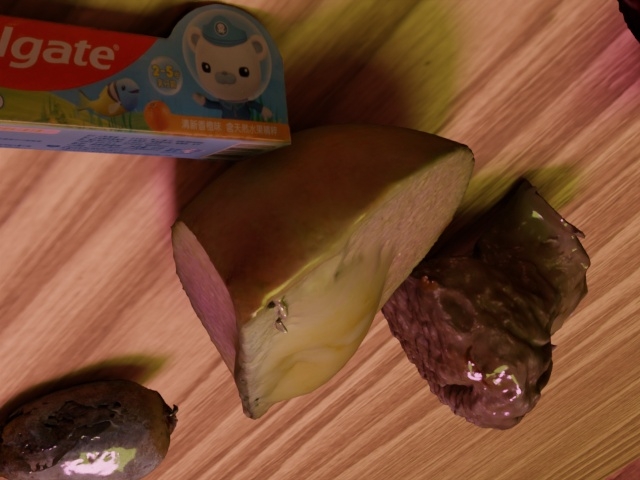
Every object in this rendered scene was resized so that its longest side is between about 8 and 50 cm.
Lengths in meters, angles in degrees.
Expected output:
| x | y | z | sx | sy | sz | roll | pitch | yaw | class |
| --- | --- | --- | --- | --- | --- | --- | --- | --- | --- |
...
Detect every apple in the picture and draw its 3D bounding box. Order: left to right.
| x | y | z | sx | sy | sz | roll | pitch | yaw | class |
| --- | --- | --- | --- | --- | --- | --- | --- | --- | --- |
| 0.000 | 0.000 | 0.632 | 0.193 | 0.120 | 0.265 | -37 | 165 | -15 | apple |

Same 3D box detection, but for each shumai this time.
| x | y | z | sx | sy | sz | roll | pitch | yaw | class |
| --- | --- | --- | --- | --- | --- | --- | --- | --- | --- |
| 0.150 | 0.050 | 0.819 | 0.175 | 0.166 | 0.206 | -35 | 178 | -4 | shumai |

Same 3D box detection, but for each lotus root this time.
| x | y | z | sx | sy | sz | roll | pitch | yaw | class |
| --- | --- | --- | --- | --- | --- | --- | --- | --- | --- |
| -0.189 | 0.154 | 0.772 | 0.165 | 0.088 | 0.088 | -8 | 149 | -15 | lotus root |

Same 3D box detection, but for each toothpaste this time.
| x | y | z | sx | sy | sz | roll | pitch | yaw | class |
| --- | --- | --- | --- | --- | --- | --- | --- | --- | --- |
| -0.104 | -0.079 | 0.473 | 0.193 | 0.070 | 0.044 | -1 | 172 | -41 | toothpaste |

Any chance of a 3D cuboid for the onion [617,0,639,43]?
| x | y | z | sx | sy | sz | roll | pitch | yaw | class |
| --- | --- | --- | --- | --- | --- | --- | --- | --- | --- |
| 0.249 | -0.172 | 0.439 | 0.221 | 0.281 | 0.281 | 22 | 140 | -3 | onion |
